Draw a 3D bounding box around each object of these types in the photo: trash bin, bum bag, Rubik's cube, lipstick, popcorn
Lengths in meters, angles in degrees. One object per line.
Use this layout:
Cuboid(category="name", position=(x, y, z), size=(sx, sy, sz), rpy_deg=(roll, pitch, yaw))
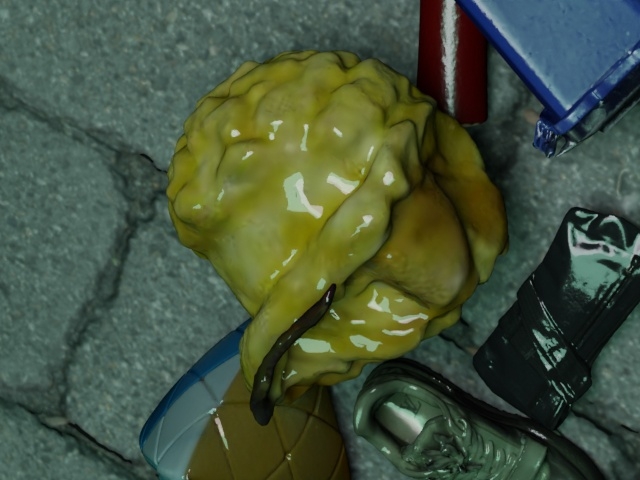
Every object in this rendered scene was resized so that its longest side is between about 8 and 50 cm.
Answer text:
Cuboid(category="trash bin", position=(0.214, -0.215, 1.790), size=(0.184, 0.162, 0.234), rpy_deg=(-44, 96, 5))
Cuboid(category="bum bag", position=(0.258, 0.078, 1.919), size=(0.123, 0.060, 0.248), rpy_deg=(37, 112, 11))
Cuboid(category="Rubik's cube", position=(-0.124, 0.225, 2.006), size=(0.254, 0.254, 0.254), rpy_deg=(4, 102, 20))
Cuboid(category="lipstick", position=(0.137, -0.237, 1.893), size=(0.080, 0.080, 0.241), rpy_deg=(4, 102, 19))
Cuboid(category="popcorn", position=(0.000, 0.000, 1.837), size=(0.349, 0.349, 0.382), rpy_deg=(8, 60, 19))

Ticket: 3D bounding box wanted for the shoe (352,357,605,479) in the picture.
Cuboid(category="shoe", position=(0.156, 0.230, 1.939), size=(0.293, 0.149, 0.109), rpy_deg=(30, 108, 14))
